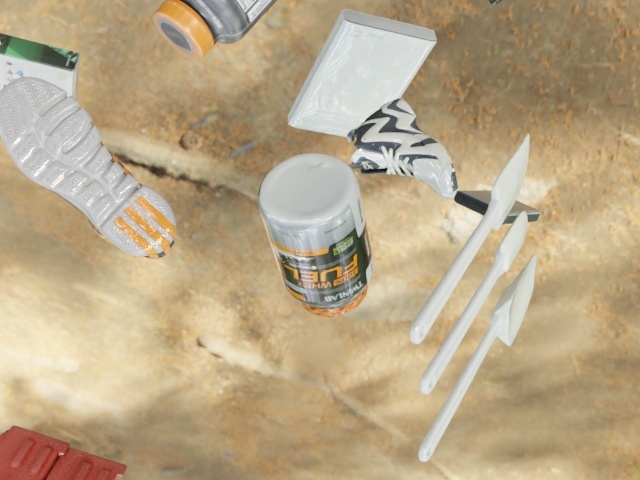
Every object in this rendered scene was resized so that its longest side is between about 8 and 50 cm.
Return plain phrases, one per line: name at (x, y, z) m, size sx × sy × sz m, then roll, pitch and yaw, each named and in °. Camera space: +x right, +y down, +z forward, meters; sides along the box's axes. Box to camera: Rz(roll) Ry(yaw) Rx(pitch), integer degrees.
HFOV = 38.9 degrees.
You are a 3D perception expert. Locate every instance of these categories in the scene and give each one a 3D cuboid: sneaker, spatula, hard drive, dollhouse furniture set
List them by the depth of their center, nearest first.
spatula at (0.126, 0.047, 0.699) m, size 0.019 × 0.242 × 0.168 m, roll 13°, pitch 131°, yaw 25°
dollhouse furniture set at (-0.369, 0.416, 0.991) m, size 0.152 × 0.374 × 0.201 m, roll 22°, pitch 128°, yaw 0°
sneaker at (-0.342, -0.085, 1.314) m, size 0.321 × 0.124 × 0.180 m, roll 49°, pitch 166°, yaw -1°
hard drive at (0.282, -0.054, 1.443) m, size 0.094 × 0.135 × 0.022 m, roll 29°, pitch 109°, yaw 30°
sneaker at (0.129, -0.137, 1.589) m, size 0.153 × 0.235 × 0.094 m, roll -27°, pitch 153°, yaw -7°
hard drive at (0.079, -0.331, 1.866) m, size 0.202 × 0.040 × 0.307 m, roll 8°, pitch 144°, yaw -21°

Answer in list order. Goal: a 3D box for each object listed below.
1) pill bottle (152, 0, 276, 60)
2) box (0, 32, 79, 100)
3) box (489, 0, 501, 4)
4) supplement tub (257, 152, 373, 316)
pill bottle at (-0.121, -0.363, 1.249) m, size 0.130 × 0.246 × 0.130 m, roll 37°, pitch 165°, yaw 11°
box at (-0.643, -0.315, 1.783) m, size 0.321 × 0.059 × 0.232 m, roll 12°, pitch 146°, yaw -11°
box at (0.363, -0.416, 0.931) m, size 0.097 × 0.318 × 0.395 m, roll 58°, pitch 160°, yaw -3°
supplement tub at (0.000, 0.000, 1.065) m, size 0.116 × 0.117 × 0.190 m, roll 7°, pitch 142°, yaw 18°
